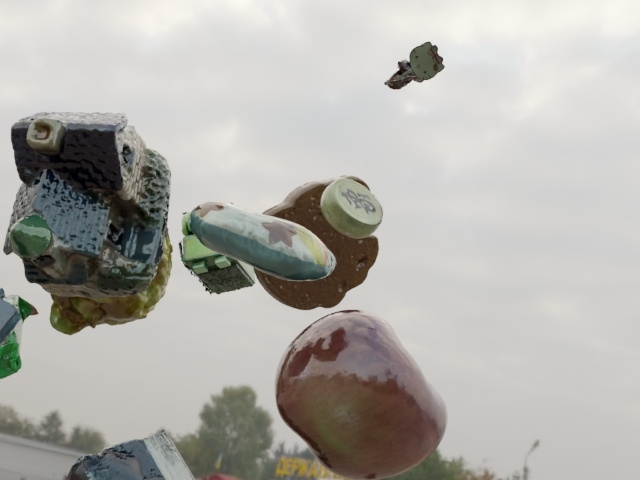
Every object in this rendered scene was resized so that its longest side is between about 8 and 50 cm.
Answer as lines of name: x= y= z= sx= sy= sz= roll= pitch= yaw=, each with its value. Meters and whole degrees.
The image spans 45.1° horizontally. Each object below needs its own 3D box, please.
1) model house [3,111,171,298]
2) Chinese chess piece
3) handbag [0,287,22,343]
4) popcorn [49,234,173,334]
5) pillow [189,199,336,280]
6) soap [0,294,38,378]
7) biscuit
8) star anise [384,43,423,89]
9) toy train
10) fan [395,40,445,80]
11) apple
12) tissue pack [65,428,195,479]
model house: x=-0.422 y=-0.077 z=1.341 sx=0.243 sy=0.298 sz=0.284 roll=1 pitch=-22 yaw=9
Chinese chess piece: x=0.070 y=-0.071 z=1.691 sx=0.144 sy=0.144 sz=0.058 roll=21 pitch=-51 yaw=-25
handbag: x=-0.602 y=0.110 z=1.190 sx=0.229 sy=0.179 sz=0.062 roll=31 pitch=-26 yaw=4
popcorn: x=-0.492 y=0.063 z=1.794 sx=0.279 sy=0.274 sz=0.335 roll=-5 pitch=-10 yaw=-36
pillow: x=-0.093 y=0.002 z=1.203 sx=0.233 sy=0.086 sz=0.214 roll=18 pitch=-2 yaw=20
soap: x=-0.729 y=0.206 z=1.664 sx=0.217 sy=0.098 sz=0.273 roll=-10 pitch=21 yaw=-16
biscuit: x=0.000 y=0.000 z=1.984 sx=0.074 sy=0.381 sz=0.359 roll=17 pitch=-24 yaw=52
star anise: x=0.201 y=-0.391 z=1.804 sx=0.190 sy=0.070 sz=0.097 roll=-26 pitch=-21 yaw=-37
toy train: x=-0.264 y=0.020 z=2.014 sx=0.159 sy=0.188 sz=0.272 roll=-13 pitch=-28 yaw=7
fan: x=0.154 y=-0.276 z=1.221 sx=0.083 sy=0.056 sz=0.004 roll=-26 pitch=9 yaw=24
apple: x=0.065 y=0.268 z=1.306 sx=0.306 sy=0.235 sz=0.306 roll=54 pitch=-1 yaw=1
tissue pack: x=-0.339 y=0.630 z=1.544 sx=0.253 sy=0.416 sz=0.264 roll=-9 pitch=-37 yaw=-42
